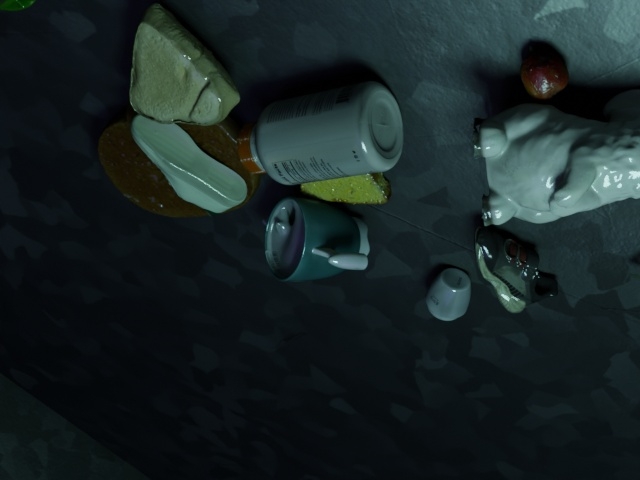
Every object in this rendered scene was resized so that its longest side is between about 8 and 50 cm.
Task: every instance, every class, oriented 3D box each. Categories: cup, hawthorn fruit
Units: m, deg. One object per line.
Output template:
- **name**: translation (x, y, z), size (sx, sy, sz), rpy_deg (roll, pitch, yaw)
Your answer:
- **cup**: translation (0.000, 0.000, 1.794), size (0.173, 0.168, 0.299), rpy_deg (3, -165, -32)
- **hawthorn fruit**: translation (0.347, -0.257, 1.400), size (0.077, 0.077, 0.077), rpy_deg (15, 141, 12)

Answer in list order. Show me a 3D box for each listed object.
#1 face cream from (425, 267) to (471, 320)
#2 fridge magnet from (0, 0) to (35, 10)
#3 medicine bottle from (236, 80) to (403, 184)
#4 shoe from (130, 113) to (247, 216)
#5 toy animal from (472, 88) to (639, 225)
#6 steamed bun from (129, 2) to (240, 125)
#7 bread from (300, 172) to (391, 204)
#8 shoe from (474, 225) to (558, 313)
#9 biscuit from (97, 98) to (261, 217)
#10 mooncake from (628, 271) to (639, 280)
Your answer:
- **face cream**: translation (0.266, 0.111, 1.858), size (0.091, 0.091, 0.095), rpy_deg (20, 134, 6)
- **fridge magnet**: translation (-0.597, -0.498, 1.609), size (0.208, 0.088, 0.208), rpy_deg (15, 141, 13)
- **medicine bottle**: translation (-0.009, -0.184, 1.606), size (0.288, 0.157, 0.157), rpy_deg (-6, 133, 34)
- **shoe**: translation (-0.275, -0.137, 1.764), size (0.265, 0.095, 0.110), rpy_deg (36, 138, -16)
- **toy animal**: translation (0.422, -0.130, 1.403), size (0.357, 0.258, 0.194), rpy_deg (-4, 123, 19)
- **steamed bun**: translation (-0.238, -0.295, 1.637), size (0.212, 0.110, 0.231), rpy_deg (35, 141, 7)
- **bread**: translation (0.045, -0.120, 1.728), size (0.187, 0.065, 0.103), rpy_deg (6, 140, 29)
- **shoe**: translation (0.376, 0.048, 1.731), size (0.112, 0.099, 0.227), rpy_deg (-12, 133, 29)
- **biscuit**: translation (-0.300, -0.179, 1.847), size (0.367, 0.063, 0.314), rpy_deg (-4, 130, 30)
- **mooncake**: translation (0.666, 0.148, 1.725), size (0.150, 0.057, 0.347), rpy_deg (-31, 123, 33)
